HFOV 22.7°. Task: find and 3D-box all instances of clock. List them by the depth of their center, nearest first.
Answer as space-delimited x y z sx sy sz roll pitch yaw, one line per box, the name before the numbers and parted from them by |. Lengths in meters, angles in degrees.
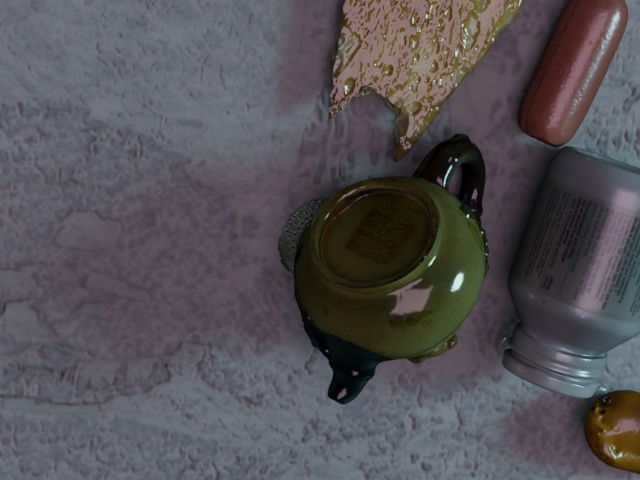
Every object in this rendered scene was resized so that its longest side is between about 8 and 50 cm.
clock | 0.000 0.000 1.514 0.074 0.010 0.083 24 97 -11

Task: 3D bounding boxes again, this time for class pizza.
pizza | 0.091 -0.202 1.472 0.181 0.034 0.262 13 99 -9

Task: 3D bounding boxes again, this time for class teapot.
teapot | 0.079 0.030 1.466 0.269 0.173 0.182 -56 147 -21

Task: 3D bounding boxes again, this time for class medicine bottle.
medicine bottle | 0.247 0.032 1.488 0.135 0.135 0.215 17 99 -10

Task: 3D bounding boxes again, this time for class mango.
mango | 0.313 0.193 1.568 0.127 0.063 0.077 30 92 -17

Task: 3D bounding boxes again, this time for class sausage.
sausage | 0.235 -0.163 1.484 0.062 0.062 0.154 23 98 -11
